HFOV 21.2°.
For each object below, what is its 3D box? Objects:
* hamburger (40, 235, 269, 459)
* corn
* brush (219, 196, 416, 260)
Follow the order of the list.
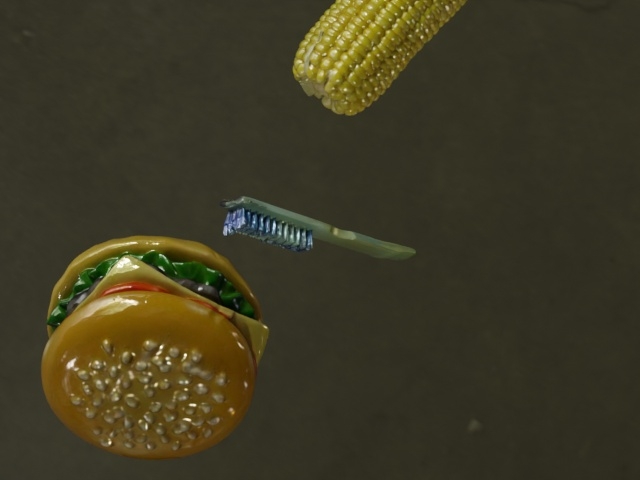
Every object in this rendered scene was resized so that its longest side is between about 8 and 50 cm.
[{"bbox_3d":[-0.114,0.075,1.177,0.162,0.115,0.162,0,129,-1],"label":"hamburger"},{"bbox_3d":[0.076,-0.224,1.616,0.244,0.093,0.093,-49,123,-8],"label":"corn"},{"bbox_3d":[0.000,0.000,1.342,0.178,0.033,0.030,17,65,-35],"label":"brush"}]
